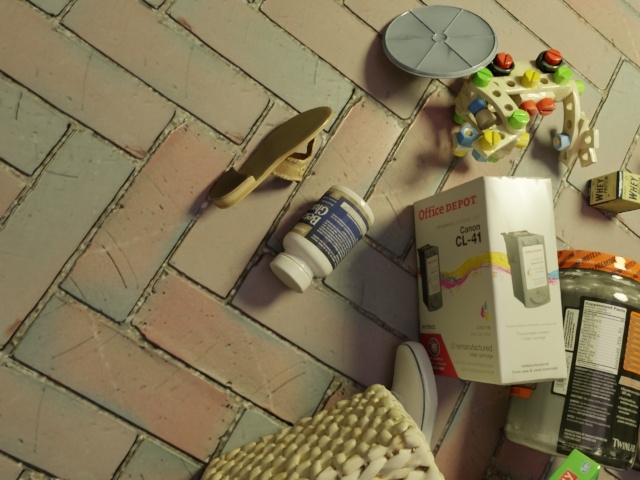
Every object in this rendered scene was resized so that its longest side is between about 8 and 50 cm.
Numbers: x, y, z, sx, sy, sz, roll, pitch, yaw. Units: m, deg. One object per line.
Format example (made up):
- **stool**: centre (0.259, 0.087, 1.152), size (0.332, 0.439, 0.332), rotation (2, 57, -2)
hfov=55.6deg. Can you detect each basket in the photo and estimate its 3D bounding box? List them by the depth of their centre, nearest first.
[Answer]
- **basket**: centre (0.022, 0.384, 0.779), size (0.329, 0.331, 0.266), rotation (-25, 87, -3)

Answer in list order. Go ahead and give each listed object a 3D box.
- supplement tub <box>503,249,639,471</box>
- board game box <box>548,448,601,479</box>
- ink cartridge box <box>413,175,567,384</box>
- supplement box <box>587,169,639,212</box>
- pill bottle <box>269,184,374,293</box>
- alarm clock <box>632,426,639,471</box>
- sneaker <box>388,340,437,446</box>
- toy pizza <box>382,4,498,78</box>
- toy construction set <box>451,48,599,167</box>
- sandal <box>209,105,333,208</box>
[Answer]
- **supplement tub**: centre (0.445, 0.199, 1.040), size (0.207, 0.207, 0.337), rotation (18, 78, -17)
- **board game box**: centre (0.344, 0.487, 0.950), size (0.213, 0.046, 0.317), rotation (-38, 136, -23)
- **ink cartridge box**: centre (0.262, 0.067, 0.981), size (0.131, 0.226, 0.306), rotation (-1, 83, -21)
- **supplement box**: centre (0.587, -0.094, 1.189), size (0.083, 0.083, 0.056), rotation (10, 79, -17)
- **pill bottle**: centre (0.000, 0.000, 0.965), size (0.094, 0.094, 0.169), rotation (45, 72, -9)
- **alarm clock**: centre (0.624, 0.378, 1.161), size (0.192, 0.064, 0.129), rotation (19, 78, -13)
- **sneaker**: centre (0.126, 0.291, 0.976), size (0.091, 0.094, 0.258), rotation (6, 83, -23)
- **toy pizza**: centre (0.210, -0.346, 1.073), size (0.201, 0.032, 0.201), rotation (-2, 55, 3)
- **toy construction set**: centre (0.378, -0.230, 1.096), size (0.328, 0.151, 0.215), rotation (0, 59, -27)
- **sandal**: centre (-0.066, -0.117, 0.980), size (0.240, 0.088, 0.079), rotation (-40, 129, -12)
